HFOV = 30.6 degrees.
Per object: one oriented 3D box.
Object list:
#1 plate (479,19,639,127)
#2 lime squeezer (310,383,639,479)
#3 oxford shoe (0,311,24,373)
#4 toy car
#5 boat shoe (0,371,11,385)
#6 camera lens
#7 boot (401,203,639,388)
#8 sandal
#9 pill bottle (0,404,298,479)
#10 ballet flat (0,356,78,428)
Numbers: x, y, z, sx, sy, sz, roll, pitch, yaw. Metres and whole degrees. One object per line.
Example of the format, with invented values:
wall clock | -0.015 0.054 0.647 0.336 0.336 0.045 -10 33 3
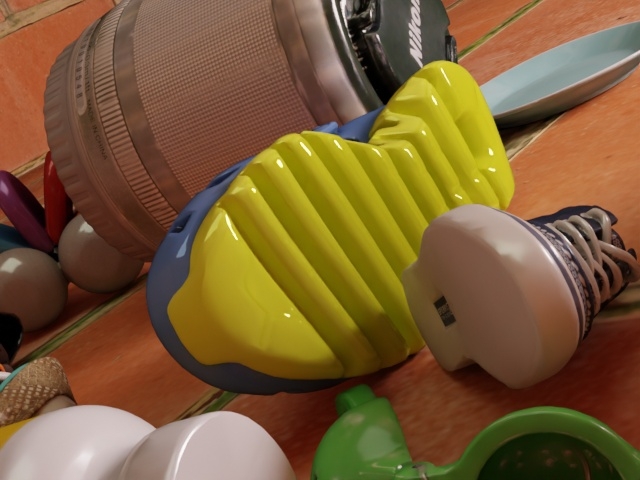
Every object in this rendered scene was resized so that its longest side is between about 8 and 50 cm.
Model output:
plate | 0.192 -0.129 0.944 0.188 0.024 0.188 -24 14 6
lime squeezer | 0.068 0.077 0.367 0.110 0.059 0.310 4 -8 -35
oxford shoe | -0.273 0.095 0.817 0.098 0.097 0.271 -20 13 0
toy car | -0.244 -0.009 1.057 0.182 0.136 0.159 -27 14 -3
boat shoe | -0.247 0.134 0.609 0.084 0.095 0.258 -24 14 28
camera lens | -0.044 -0.113 0.896 0.274 0.219 0.219 -18 15 29
boot | 0.088 0.009 0.456 0.086 0.069 0.190 -24 -1 -6
sandal | 0.000 0.000 0.633 0.138 0.126 0.317 -23 5 30
pill bottle | -0.098 0.113 0.388 0.184 0.103 0.103 -19 15 27
ballet flat | -0.151 0.122 0.579 0.067 0.073 0.206 5 24 11
